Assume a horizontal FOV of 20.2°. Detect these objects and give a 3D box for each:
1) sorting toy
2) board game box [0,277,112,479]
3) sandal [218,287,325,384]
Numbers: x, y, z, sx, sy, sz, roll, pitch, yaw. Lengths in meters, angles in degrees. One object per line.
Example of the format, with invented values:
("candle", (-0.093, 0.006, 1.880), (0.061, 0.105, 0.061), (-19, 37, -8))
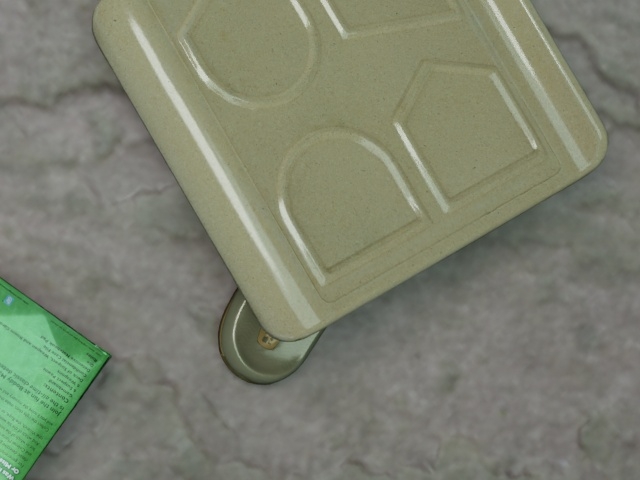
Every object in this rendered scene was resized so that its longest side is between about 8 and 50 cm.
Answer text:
("sorting toy", (-0.006, -0.124, 0.994), (0.229, 0.041, 0.307), (-29, 87, -20))
("board game box", (-0.254, 0.041, 0.950), (0.259, 0.030, 0.136), (37, 74, -8))
("sandal", (0.000, 0.000, 1.013), (0.072, 0.049, 0.180), (27, 86, -14))
